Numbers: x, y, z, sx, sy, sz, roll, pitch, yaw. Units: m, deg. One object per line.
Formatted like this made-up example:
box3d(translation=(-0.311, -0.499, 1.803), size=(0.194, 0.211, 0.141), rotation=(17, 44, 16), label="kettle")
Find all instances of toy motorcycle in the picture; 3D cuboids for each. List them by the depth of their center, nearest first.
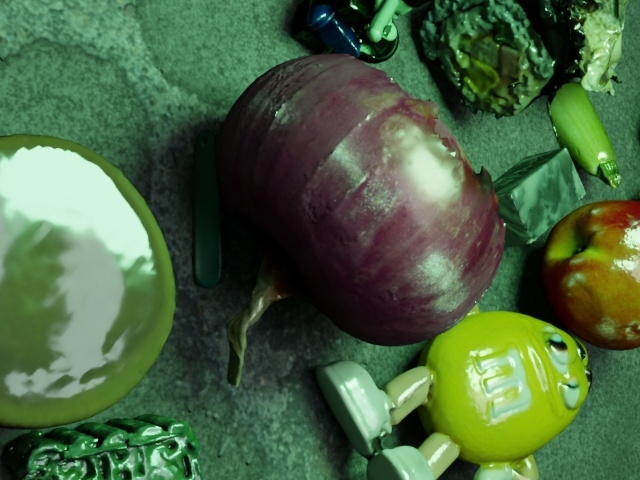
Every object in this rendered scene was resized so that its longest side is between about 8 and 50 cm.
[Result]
box3d(translation=(0.059, -0.397, 1.310), size=(0.196, 0.125, 0.331), rotation=(30, 62, -29), label="toy motorcycle")

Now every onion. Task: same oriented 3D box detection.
box3d(translation=(0.024, -0.032, 1.077), size=(0.345, 0.358, 0.358), rotation=(-35, 104, -34), label="onion")

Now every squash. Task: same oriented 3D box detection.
box3d(translation=(0.444, -0.162, 1.601), size=(0.090, 0.075, 0.200), rotation=(14, 51, -55), label="squash")

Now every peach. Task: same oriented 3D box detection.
box3d(translation=(0.450, 0.048, 1.438), size=(0.243, 0.243, 0.199), rotation=(34, 22, -30), label="peach")

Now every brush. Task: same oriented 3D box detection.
box3d(translation=(-0.131, -0.037, 1.152), size=(0.032, 0.043, 0.193), rotation=(14, 72, -55), label="brush")

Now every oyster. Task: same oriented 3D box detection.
box3d(translation=(0.447, -0.350, 1.561), size=(0.271, 0.100, 0.275), rotation=(27, 70, -76), label="oyster")

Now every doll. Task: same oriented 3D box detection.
box3d(translation=(0.189, 0.196, 1.297), size=(0.348, 0.161, 0.423), rotation=(45, 57, -11), label="doll")

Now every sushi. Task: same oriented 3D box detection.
box3d(translation=(0.289, -0.312, 1.405), size=(0.218, 0.225, 0.238), rotation=(-26, 105, -45), label="sushi")

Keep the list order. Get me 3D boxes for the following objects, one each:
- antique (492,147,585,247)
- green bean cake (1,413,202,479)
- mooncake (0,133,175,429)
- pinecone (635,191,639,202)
box3d(translation=(0.326, -0.069, 1.482), size=(0.183, 0.088, 0.086), rotation=(-36, 106, -37), label="antique")
box3d(translation=(-0.214, 0.292, 0.991), size=(0.193, 0.107, 0.208), rotation=(-5, 88, -40), label="green bean cake")
box3d(translation=(-0.293, 0.043, 0.935), size=(0.284, 0.155, 0.284), rotation=(8, 78, -40), label="mooncake")
box3d(translation=(0.629, -0.031, 1.681), size=(0.173, 0.173, 0.174), rotation=(7, 79, -37), label="pinecone")
